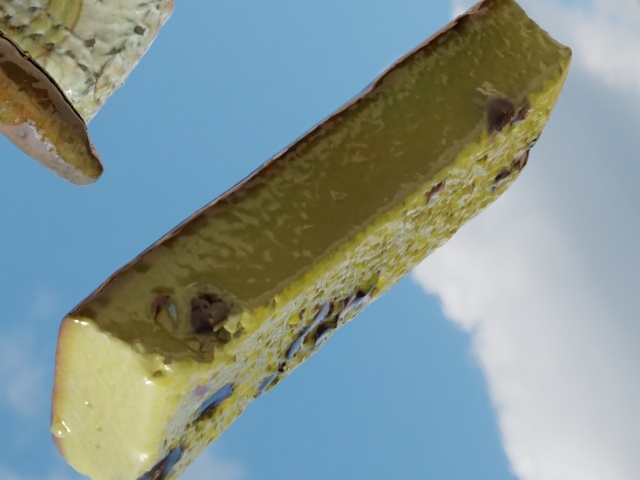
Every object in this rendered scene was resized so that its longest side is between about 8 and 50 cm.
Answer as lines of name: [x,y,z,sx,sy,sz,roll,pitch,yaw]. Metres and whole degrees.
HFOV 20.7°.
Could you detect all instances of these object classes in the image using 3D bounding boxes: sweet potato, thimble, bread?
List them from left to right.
sweet potato: [-0.261,-0.136,1.247,0.273,0.075,0.075,36,-151,3]
thimble: [-0.213,-0.184,1.495,0.190,0.143,0.137,28,169,48]
bread: [0.000,0.000,0.948,0.077,0.138,0.361,40,-128,14]
